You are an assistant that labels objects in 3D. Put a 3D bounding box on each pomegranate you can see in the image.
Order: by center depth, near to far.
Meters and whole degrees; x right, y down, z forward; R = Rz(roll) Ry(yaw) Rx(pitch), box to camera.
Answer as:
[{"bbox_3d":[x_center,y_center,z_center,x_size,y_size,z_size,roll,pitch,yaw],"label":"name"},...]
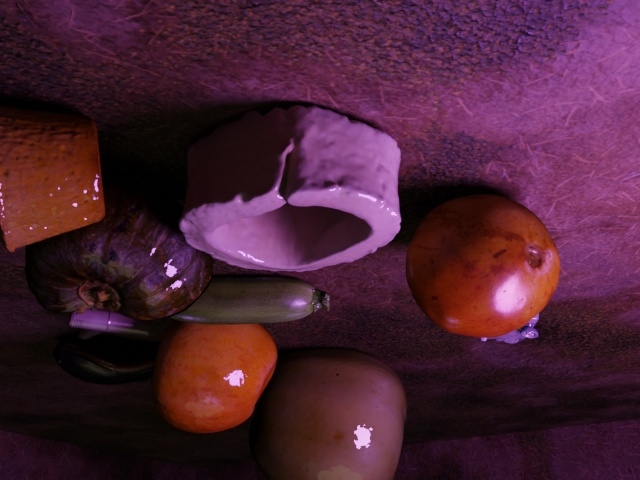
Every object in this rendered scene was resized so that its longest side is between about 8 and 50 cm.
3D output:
[{"bbox_3d":[0.275,0.042,1.391,0.264,0.264,0.264,0,155,0],"label":"pomegranate"}]

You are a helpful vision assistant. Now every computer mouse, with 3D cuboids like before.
[{"bbox_3d":[-0.570,0.339,2.204,0.323,0.116,0.183,11,158,-23],"label":"computer mouse"}]

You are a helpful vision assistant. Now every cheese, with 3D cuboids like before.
[{"bbox_3d":[-0.042,-0.070,1.243,0.332,0.153,0.292,-21,148,36],"label":"cheese"}]

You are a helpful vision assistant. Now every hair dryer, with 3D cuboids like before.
[{"bbox_3d":[-0.548,0.229,2.032,0.195,0.054,0.220,11,154,-22],"label":"hair dryer"}]

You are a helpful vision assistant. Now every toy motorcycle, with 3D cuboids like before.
[{"bbox_3d":[0.408,0.165,1.819,0.170,0.110,0.260,10,151,7],"label":"toy motorcycle"}]

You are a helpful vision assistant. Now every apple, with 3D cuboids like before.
[{"bbox_3d":[-0.250,0.311,1.915,0.275,0.299,0.299,12,155,0],"label":"apple"},{"bbox_3d":[0.024,0.509,2.188,0.473,0.474,0.474,0,155,0],"label":"apple"}]

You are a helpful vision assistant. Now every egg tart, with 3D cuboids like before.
[{"bbox_3d":[-0.403,-0.092,1.159,0.170,0.215,0.215,-5,157,-15],"label":"egg tart"}]

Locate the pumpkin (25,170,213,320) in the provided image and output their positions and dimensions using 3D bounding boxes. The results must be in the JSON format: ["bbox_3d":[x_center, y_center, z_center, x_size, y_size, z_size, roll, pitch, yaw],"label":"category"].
[{"bbox_3d":[-0.348,-0.016,1.357,0.324,0.242,0.232,3,127,6],"label":"pumpkin"}]

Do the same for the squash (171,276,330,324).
[{"bbox_3d":[-0.177,0.130,1.744,0.394,0.107,0.107,0,156,3],"label":"squash"}]
